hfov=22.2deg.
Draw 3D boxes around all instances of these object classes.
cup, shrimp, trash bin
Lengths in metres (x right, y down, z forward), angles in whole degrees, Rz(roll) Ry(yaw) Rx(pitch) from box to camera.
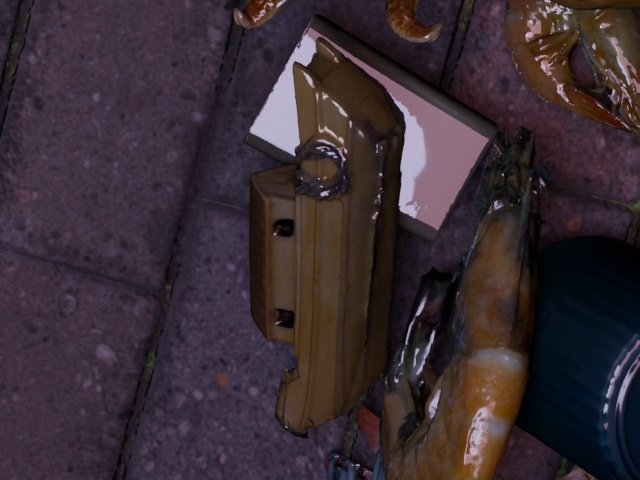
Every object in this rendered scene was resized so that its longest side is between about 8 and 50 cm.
[{"bbox_3d":[0.340,0.167,1.700,0.242,0.292,0.308,-16,103,-13],"label":"cup"},{"bbox_3d":[0.153,0.090,1.743,0.085,0.272,0.445,18,81,-21],"label":"shrimp"},{"bbox_3d":[0.057,-0.121,1.822,0.240,0.122,0.164,31,98,0],"label":"trash bin"},{"bbox_3d":[0.306,-0.193,1.809,0.145,0.061,0.267,-36,86,7],"label":"shrimp"}]

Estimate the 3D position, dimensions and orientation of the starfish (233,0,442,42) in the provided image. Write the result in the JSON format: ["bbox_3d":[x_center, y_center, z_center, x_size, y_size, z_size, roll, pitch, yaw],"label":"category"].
[{"bbox_3d":[0.039,-0.361,1.769,0.327,0.094,0.375,-17,64,-5],"label":"starfish"}]

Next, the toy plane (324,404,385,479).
[{"bbox_3d":[0.079,0.362,1.872,0.223,0.104,0.326,18,102,31],"label":"toy plane"}]

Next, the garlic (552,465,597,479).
[{"bbox_3d":[0.337,0.348,1.820,0.229,0.178,0.143,0,123,1],"label":"garlic"}]

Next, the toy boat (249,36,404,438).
[{"bbox_3d":[0.000,0.000,1.757,0.162,0.136,0.446,16,124,19],"label":"toy boat"}]

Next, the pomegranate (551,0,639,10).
[{"bbox_3d":[0.302,-0.387,1.684,0.322,0.322,0.322,1,96,6],"label":"pomegranate"}]
